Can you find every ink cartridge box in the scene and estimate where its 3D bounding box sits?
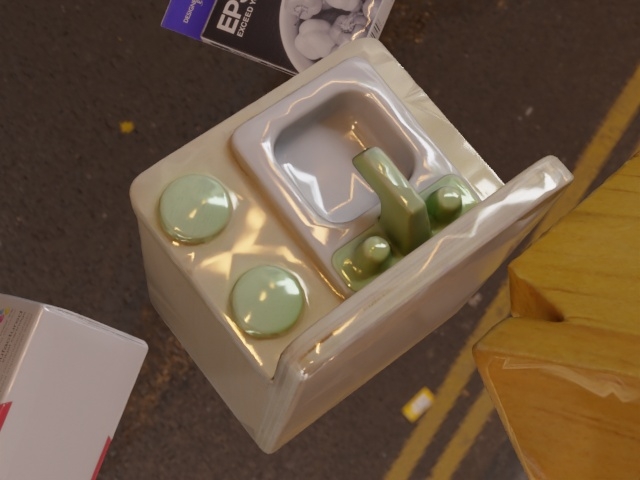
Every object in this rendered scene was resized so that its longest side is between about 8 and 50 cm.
[{"bbox_3d":[-0.337,0.178,1.151,0.131,0.306,0.226,26,78,-32],"label":"ink cartridge box"},{"bbox_3d":[-0.027,-0.261,0.972,0.045,0.208,0.206,28,84,-76],"label":"ink cartridge box"}]

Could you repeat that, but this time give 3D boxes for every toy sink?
[{"bbox_3d":[0.000,0.000,0.541,0.153,0.131,0.234,-36,169,-16],"label":"toy sink"}]

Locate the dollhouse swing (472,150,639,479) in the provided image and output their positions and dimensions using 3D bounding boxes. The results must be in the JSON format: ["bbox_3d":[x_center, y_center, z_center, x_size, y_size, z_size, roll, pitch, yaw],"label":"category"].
[{"bbox_3d":[0.283,0.128,0.480,0.347,0.315,0.304,-33,123,-47],"label":"dollhouse swing"}]
